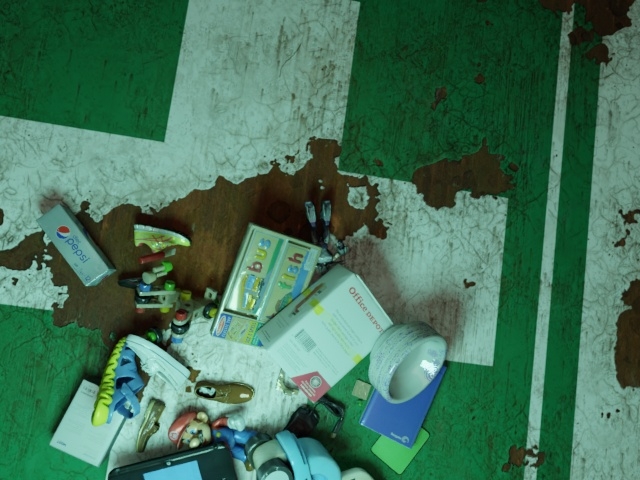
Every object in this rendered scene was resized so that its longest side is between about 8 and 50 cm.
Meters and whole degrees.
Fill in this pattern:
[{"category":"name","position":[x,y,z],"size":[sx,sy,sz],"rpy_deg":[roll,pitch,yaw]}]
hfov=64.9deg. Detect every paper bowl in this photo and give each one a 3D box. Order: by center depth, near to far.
[{"category":"paper bowl","position":[0.284,0.399,1.716],"size":[0.284,0.148,0.285],"rpy_deg":[-19,128,-27]}]

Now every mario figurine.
[{"category":"mario figurine","position":[-0.354,0.682,1.682],"size":[0.320,0.170,0.198],"rpy_deg":[19,57,-10]}]

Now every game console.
[{"category":"game console","position":[-0.458,0.843,1.647],"size":[0.385,0.060,0.343],"rpy_deg":[-12,113,-8]}]

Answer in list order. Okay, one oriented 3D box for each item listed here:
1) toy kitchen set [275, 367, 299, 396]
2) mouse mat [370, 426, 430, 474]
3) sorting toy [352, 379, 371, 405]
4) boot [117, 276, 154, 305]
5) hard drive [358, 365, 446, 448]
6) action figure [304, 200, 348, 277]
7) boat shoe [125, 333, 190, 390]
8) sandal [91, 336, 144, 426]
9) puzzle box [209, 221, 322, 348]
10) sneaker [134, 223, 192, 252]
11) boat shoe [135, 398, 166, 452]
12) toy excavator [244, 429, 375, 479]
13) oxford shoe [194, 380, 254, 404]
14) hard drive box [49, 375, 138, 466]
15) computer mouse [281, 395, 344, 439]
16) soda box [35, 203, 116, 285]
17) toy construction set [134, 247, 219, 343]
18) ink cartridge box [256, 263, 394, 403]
[{"category":"toy kitchen set","position":[-0.111,0.505,1.783],"size":[0.083,0.068,0.075],"rpy_deg":[17,83,-5]},{"category":"mouse mat","position":[0.292,0.738,1.838],"size":[0.152,0.007,0.190],"rpy_deg":[41,82,-2]},{"category":"sorting toy","position":[0.145,0.557,1.835],"size":[0.061,0.012,0.083],"rpy_deg":[24,79,-9]},{"category":"boot","position":[-0.647,0.179,1.768],"size":[0.121,0.045,0.099],"rpy_deg":[-7,89,-7]},{"category":"hard drive","position":[0.301,0.561,1.834],"size":[0.210,0.040,0.319],"rpy_deg":[27,80,-3]},{"category":"action figure","position":[0.000,0.000,1.834],"size":[0.185,0.099,0.286],"rpy_deg":[-6,88,-12]},{"category":"boat shoe","position":[-0.554,0.412,1.686],"size":[0.258,0.095,0.084],"rpy_deg":[43,56,-21]},{"category":"sandal","position":[-0.646,0.463,1.650],"size":[0.138,0.126,0.318],"rpy_deg":[19,43,-22]},{"category":"puzzle box","position":[-0.187,0.167,1.734],"size":[0.271,0.052,0.410],"rpy_deg":[18,96,-22]},{"category":"sneaker","position":[-0.560,0.002,1.783],"size":[0.208,0.081,0.094],"rpy_deg":[11,90,1]},{"category":"boat shoe","position":[-0.581,0.638,1.717],"size":[0.060,0.064,0.178],"rpy_deg":[17,80,-3]},{"category":"toy excavator","position":[0.017,0.804,1.667],"size":[0.444,0.222,0.434],"rpy_deg":[-16,101,-18]},{"category":"oxford shoe","position":[-0.336,0.536,1.752],"size":[0.212,0.076,0.076],"rpy_deg":[6,82,-8]},{"category":"hard drive box","position":[-0.757,0.602,1.688],"size":[0.181,0.089,0.232],"rpy_deg":[27,82,-3]},{"category":"computer mouse","position":[-0.035,0.667,1.786],"size":[0.184,0.060,0.262],"rpy_deg":[32,76,-6]},{"category":"soda box","position":[-0.839,0.018,1.735],"size":[0.098,0.091,0.286],"rpy_deg":[-38,89,-7]},{"category":"toy construction set","position":[-0.480,0.179,1.720],"size":[0.237,0.257,0.309],"rpy_deg":[-21,107,-51]},{"category":"ink cartridge box","position":[0.021,0.311,1.730],"size":[0.384,0.160,0.279],"rpy_deg":[-40,113,-9]}]
